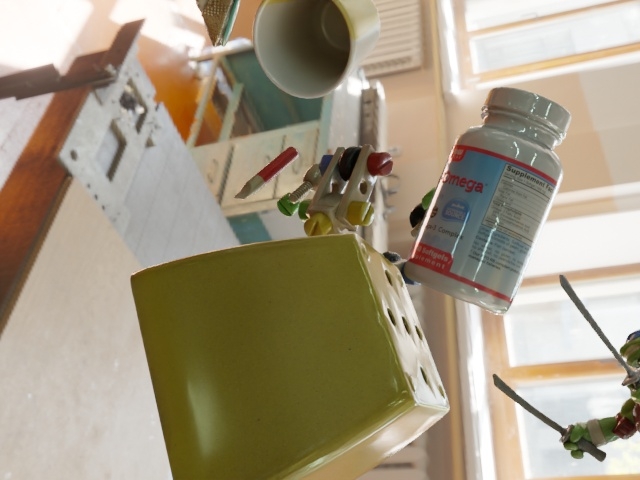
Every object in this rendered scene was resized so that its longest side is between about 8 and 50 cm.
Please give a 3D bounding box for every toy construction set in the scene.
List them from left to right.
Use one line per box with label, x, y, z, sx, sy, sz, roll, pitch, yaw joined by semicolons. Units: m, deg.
toy construction set;0.000;0.000;1.064;0.237;0.308;0.258;-43;152;-34

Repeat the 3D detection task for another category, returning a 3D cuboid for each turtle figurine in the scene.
turtle figurine;0.322;0.217;0.767;0.274;0.198;0.266;16;45;-28

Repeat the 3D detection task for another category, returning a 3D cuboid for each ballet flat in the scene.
ballet flat;-0.100;-0.289;0.743;0.206;0.067;0.073;125;-22;-49

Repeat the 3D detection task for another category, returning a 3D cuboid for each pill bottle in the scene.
pill bottle;0.131;-0.031;0.553;0.160;0.087;0.087;-68;163;0

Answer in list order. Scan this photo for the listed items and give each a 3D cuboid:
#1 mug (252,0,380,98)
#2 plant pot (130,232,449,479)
mug;0.008;-0.124;0.409;0.062;0.078;0.064;49;37;-1
plant pot;-0.009;0.107;0.627;0.212;0.187;0.212;36;32;-64
